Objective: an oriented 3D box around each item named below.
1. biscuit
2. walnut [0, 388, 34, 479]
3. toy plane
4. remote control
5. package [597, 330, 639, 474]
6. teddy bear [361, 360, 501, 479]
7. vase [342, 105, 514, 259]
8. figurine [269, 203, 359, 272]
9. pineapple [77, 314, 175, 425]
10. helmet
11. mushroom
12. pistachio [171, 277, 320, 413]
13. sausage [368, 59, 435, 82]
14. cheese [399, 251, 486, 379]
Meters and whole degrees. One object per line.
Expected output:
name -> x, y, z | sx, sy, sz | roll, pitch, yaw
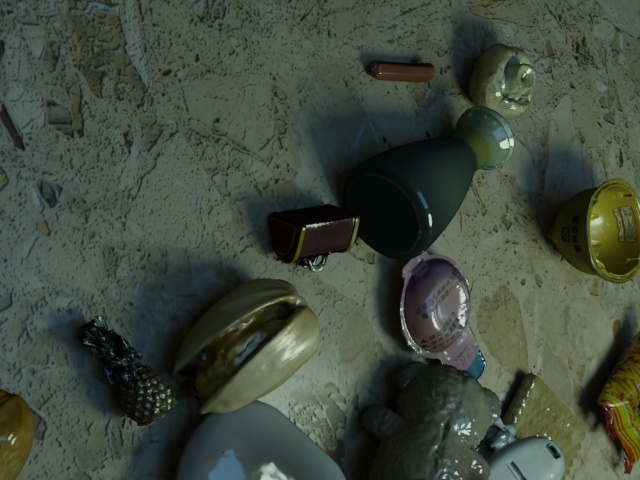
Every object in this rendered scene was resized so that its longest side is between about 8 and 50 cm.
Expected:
biscuit -> 0.385, 0.437, 1.673 | 0.217, 0.044, 0.324 | 46, 64, -26
walnut -> -0.415, 0.244, 0.997 | 0.144, 0.144, 0.180 | 40, 69, -30
toy plane -> 0.322, 0.426, 1.531 | 0.252, 0.118, 0.252 | 4, 55, -6
remote control -> -0.075, 0.376, 1.276 | 0.332, 0.104, 0.221 | 49, 55, -27
package -> 0.684, 0.328, 1.877 | 0.288, 0.108, 0.223 | -46, 121, -22
teddy bear -> 0.179, 0.333, 1.442 | 0.236, 0.151, 0.267 | 24, 55, -5
vase -> 0.196, -0.116, 1.475 | 0.321, 0.173, 0.173 | -38, 111, -38
figurine -> 0.000, 0.000, 1.370 | 0.154, 0.082, 0.098 | -8, 107, -39
pineapple -> -0.260, 0.170, 1.162 | 0.074, 0.074, 0.159 | -43, 111, -31
helmet -> 0.532, -0.015, 1.740 | 0.257, 0.140, 0.205 | -7, 92, -44
mushroom -> 0.339, -0.293, 1.617 | 0.148, 0.112, 0.148 | 0, 91, -30
pistachio -> -0.103, 0.148, 1.246 | 0.229, 0.157, 0.157 | -36, 111, -27
sausage -> 0.140, -0.291, 1.510 | 0.147, 0.035, 0.030 | -6, 61, -36
cheese -> 0.217, 0.145, 1.533 | 0.189, 0.074, 0.286 | -45, 118, -29
